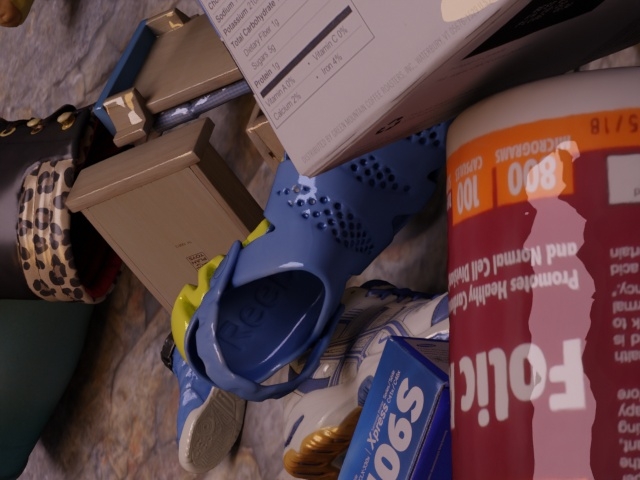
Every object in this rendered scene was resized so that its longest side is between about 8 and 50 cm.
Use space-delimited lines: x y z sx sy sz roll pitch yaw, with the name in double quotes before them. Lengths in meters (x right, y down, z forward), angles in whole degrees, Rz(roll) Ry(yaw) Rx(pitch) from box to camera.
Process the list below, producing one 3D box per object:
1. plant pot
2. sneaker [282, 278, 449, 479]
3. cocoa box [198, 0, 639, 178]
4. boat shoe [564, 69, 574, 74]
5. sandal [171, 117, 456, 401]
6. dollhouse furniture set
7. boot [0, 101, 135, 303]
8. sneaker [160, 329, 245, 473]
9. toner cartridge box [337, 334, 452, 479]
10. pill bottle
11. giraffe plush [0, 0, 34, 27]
"plant pot" -0.355 0.072 1.813 0.255 0.272 0.271 -53 41 13
"sneaker" 0.057 0.073 1.313 0.296 0.112 0.131 -37 49 43
"cocoa box" 0.105 -0.225 1.031 0.231 0.347 0.228 -39 79 47
"boat shoe" 0.139 -0.131 1.263 0.081 0.069 0.227 -9 77 55
"sandal" 0.000 0.000 1.266 0.317 0.126 0.138 -60 12 18
"dollhouse furniture set" -0.030 -0.095 1.516 0.286 0.198 0.303 -19 34 31
"boot" -0.306 -0.101 1.639 0.284 0.138 0.377 -2 70 27
"sneaker" -0.111 0.132 1.593 0.084 0.058 0.152 12 90 50
"toner cartridge box" 0.074 0.239 1.206 0.075 0.165 0.348 41 117 52
"pill bottle" 0.185 0.116 1.007 0.224 0.224 0.392 -18 69 54
"giraffe plush" -0.288 -0.344 1.891 0.170 0.181 0.210 2 51 46
